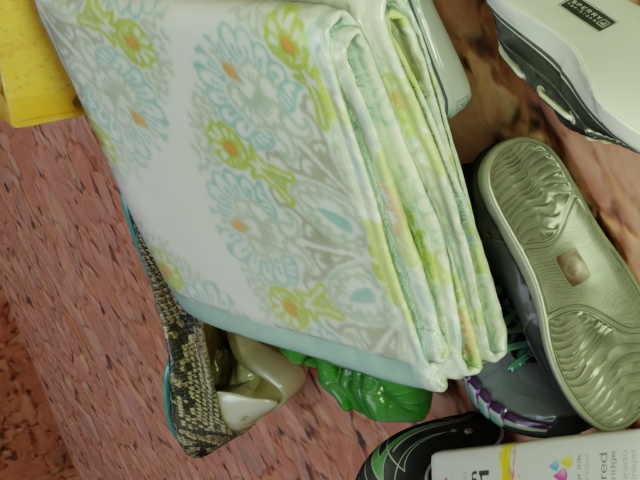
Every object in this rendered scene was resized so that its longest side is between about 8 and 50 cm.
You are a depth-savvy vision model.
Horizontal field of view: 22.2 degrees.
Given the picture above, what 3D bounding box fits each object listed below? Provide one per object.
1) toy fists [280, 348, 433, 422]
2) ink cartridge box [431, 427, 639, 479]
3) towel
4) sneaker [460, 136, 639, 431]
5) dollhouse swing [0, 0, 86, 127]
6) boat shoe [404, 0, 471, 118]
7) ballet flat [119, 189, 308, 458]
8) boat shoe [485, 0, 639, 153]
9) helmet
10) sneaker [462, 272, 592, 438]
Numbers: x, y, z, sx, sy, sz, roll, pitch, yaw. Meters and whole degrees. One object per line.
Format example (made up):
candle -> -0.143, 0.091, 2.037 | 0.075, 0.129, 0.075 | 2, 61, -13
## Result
toy fists -> 0.017, 0.084, 1.615 | 0.279, 0.096, 0.142 | 37, 152, 47
ink cartridge box -> 0.202, 0.250, 1.152 | 0.306, 0.131, 0.226 | 157, 114, -64
towel -> -0.040, -0.058, 1.241 | 0.374, 0.090, 0.320 | 13, 132, 45
sneaker -> 0.169, 0.031, 1.196 | 0.118, 0.083, 0.222 | 164, 83, -78
dollhouse swing -> -0.226, -0.329, 1.405 | 0.305, 0.315, 0.347 | -116, 17, -56
boat shoe -> 0.034, -0.185, 1.214 | 0.226, 0.076, 0.083 | 62, 161, -2
ballet flat -> -0.104, 0.092, 1.861 | 0.182, 0.164, 0.483 | 14, 133, 24
boat shoe -> 0.175, -0.099, 0.988 | 0.219, 0.078, 0.070 | 54, 161, 44
helmet -> 0.107, 0.249, 1.512 | 0.169, 0.161, 0.169 | 50, 159, 28
sneaker -> 0.142, 0.077, 1.310 | 0.224, 0.083, 0.098 | 34, 142, 54
